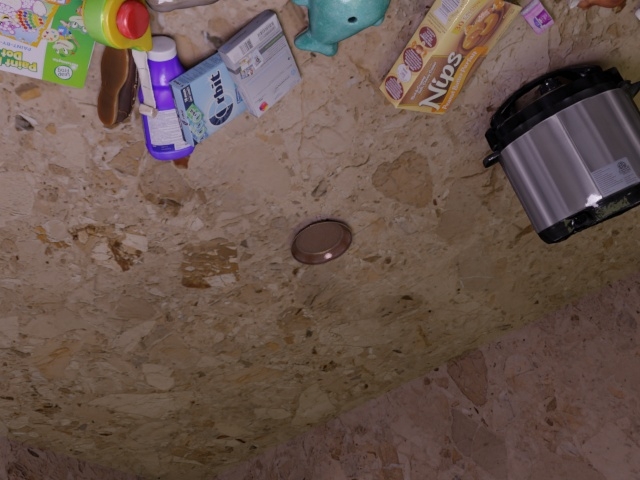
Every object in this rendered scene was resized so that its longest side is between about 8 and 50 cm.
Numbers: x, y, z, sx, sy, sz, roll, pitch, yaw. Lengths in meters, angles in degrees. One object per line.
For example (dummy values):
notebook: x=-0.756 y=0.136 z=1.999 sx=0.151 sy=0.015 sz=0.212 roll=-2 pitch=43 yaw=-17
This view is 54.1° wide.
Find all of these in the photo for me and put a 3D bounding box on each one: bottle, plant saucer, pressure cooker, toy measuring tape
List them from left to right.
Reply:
toy measuring tape: x=-0.379 y=-0.366 z=1.192 sx=0.121 sy=0.121 sz=0.330 roll=-9 pitch=133 yaw=-13
bottle: x=-0.342 y=-0.309 z=1.389 sx=0.118 sy=0.092 sz=0.283 roll=-15 pitch=142 yaw=-18
plant saucer: x=0.000 y=0.000 z=1.940 sx=0.199 sy=0.036 sz=0.198 roll=-11 pitch=141 yaw=-9
pressure cooker: x=0.666 y=-0.244 z=1.646 sx=0.370 sy=0.420 sz=0.375 roll=-19 pitch=168 yaw=-32

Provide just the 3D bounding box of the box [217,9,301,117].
box: x=-0.129 y=-0.386 z=1.383 sx=0.145 sy=0.038 sz=0.186 roll=-44 pitch=142 yaw=-13

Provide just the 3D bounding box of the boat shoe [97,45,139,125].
boat shoe: x=-0.427 y=-0.342 z=1.345 sx=0.073 sy=0.073 sz=0.207 roll=-36 pitch=164 yaw=-46

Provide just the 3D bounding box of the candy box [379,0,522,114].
candy box: x=0.299 y=-0.447 z=1.466 sx=0.183 sy=0.087 sz=0.316 roll=-3 pitch=141 yaw=-40

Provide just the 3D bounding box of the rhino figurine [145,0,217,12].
rhino figurine: x=-0.229 y=-0.493 z=1.208 sx=0.243 sy=0.106 sz=0.073 roll=-11 pitch=141 yaw=-10

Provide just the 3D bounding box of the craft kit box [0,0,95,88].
craft kit box: x=-0.555 y=-0.430 z=1.195 sx=0.250 sy=0.061 sz=0.246 roll=8 pitch=137 yaw=-29

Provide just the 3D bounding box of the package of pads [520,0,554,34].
package of pads: x=0.524 y=-0.542 z=1.517 sx=0.050 sy=0.032 sz=0.083 roll=-39 pitch=137 yaw=25

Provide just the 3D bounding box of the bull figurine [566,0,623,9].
bull figurine: x=0.660 y=-0.655 z=1.387 sx=0.188 sy=0.101 sz=0.310 roll=-7 pitch=138 yaw=-9

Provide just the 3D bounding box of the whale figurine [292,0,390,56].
whale figurine: x=0.038 y=-0.470 z=1.303 sx=0.216 sy=0.141 sz=0.272 roll=8 pitch=149 yaw=-24

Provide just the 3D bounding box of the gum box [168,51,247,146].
gum box: x=-0.238 y=-0.320 z=1.386 sx=0.184 sy=0.041 sz=0.157 roll=-41 pitch=150 yaw=-28

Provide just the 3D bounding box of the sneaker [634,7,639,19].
sneaker: x=0.883 y=-0.582 z=1.594 sx=0.152 sy=0.058 sz=0.084 roll=12 pitch=141 yaw=-24
